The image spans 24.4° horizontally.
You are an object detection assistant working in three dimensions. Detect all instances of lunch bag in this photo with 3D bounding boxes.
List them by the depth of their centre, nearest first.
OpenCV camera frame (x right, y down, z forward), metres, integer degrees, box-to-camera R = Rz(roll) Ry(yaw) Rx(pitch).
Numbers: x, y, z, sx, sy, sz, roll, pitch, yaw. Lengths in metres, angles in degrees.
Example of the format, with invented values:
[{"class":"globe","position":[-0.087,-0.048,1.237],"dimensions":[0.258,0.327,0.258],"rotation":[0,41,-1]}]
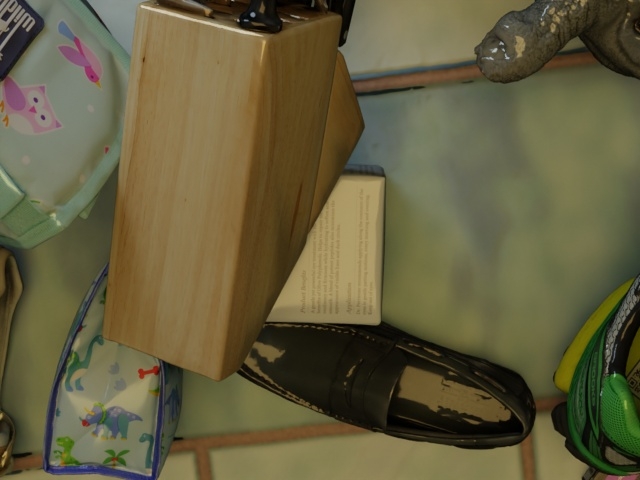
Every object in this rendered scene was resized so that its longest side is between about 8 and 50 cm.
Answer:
[{"class":"lunch bag","position":[-0.226,-0.124,0.900],"dimensions":[0.160,0.262,0.223],"rotation":[-37,113,6]},{"class":"lunch bag","position":[-0.133,0.077,1.014],"dimensions":[0.096,0.129,0.151],"rotation":[5,95,-3]}]

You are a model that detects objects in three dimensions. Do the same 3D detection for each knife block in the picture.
[{"class":"knife block","position":[-0.059,-0.090,0.849],"dimensions":[0.088,0.242,0.275],"rotation":[18,67,23]}]

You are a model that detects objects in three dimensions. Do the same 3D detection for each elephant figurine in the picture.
[{"class":"elephant figurine","position":[0.237,-0.169,0.962],"dimensions":[0.186,0.169,0.239],"rotation":[26,91,14]}]

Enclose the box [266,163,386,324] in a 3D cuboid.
[{"class":"box","position":[0.000,0.000,1.014],"dimensions":[0.087,0.102,0.101],"rotation":[1,97,0]}]

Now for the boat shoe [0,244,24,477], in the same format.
[{"class":"boat shoe","position":[-0.271,0.143,1.035],"dimensions":[0.103,0.113,0.302],"rotation":[4,96,7]}]

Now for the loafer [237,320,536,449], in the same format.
[{"class":"loafer","position":[0.042,0.096,1.034],"dimensions":[0.223,0.078,0.076],"rotation":[15,96,0]}]

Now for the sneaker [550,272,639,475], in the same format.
[{"class":"sneaker","position":[0.285,0.010,0.971],"dimensions":[0.134,0.146,0.343],"rotation":[30,85,0]}]

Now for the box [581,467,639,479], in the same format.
[{"class":"box","position":[0.287,0.170,1.059],"dimensions":[0.162,0.029,0.116],"rotation":[33,96,0]}]
